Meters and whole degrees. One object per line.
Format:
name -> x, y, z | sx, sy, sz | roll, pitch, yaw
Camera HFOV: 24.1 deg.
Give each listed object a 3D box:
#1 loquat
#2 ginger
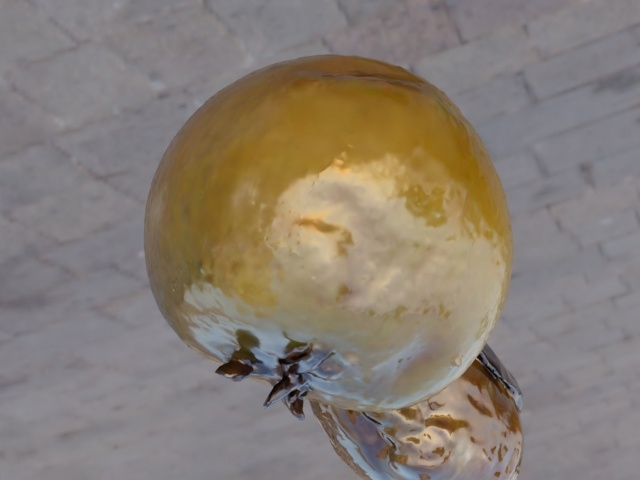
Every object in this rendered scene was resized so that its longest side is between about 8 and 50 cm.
loquat -> 0.002, 0.002, 0.839 | 0.213, 0.213, 0.213 | -14, 162, -5
ginger -> 0.080, 0.135, 1.291 | 0.165, 0.172, 0.321 | -43, 125, -7
